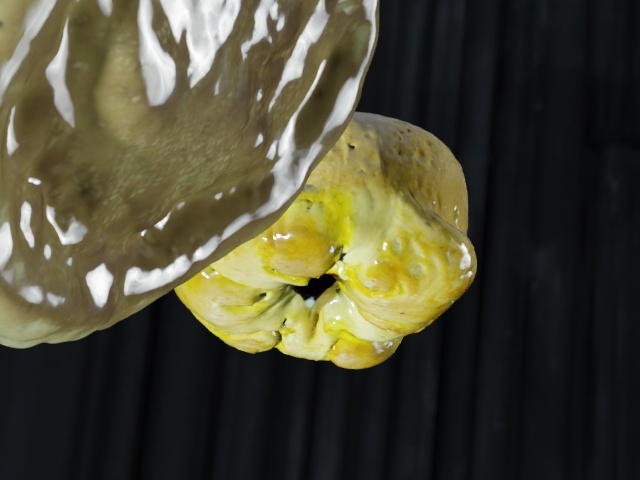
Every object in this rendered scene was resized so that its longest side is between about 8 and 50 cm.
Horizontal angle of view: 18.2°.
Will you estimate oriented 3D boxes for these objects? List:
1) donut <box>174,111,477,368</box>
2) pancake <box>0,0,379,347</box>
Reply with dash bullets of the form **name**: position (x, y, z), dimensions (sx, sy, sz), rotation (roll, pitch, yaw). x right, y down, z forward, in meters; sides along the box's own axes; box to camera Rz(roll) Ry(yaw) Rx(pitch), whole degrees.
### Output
- **donut**: position (0.000, 0.000, 1.491), dimensions (0.209, 0.128, 0.261), rotation (12, 155, -17)
- **pancake**: position (-0.054, -0.057, 0.734), dimensions (0.042, 0.222, 0.236), rotation (28, -171, 28)
